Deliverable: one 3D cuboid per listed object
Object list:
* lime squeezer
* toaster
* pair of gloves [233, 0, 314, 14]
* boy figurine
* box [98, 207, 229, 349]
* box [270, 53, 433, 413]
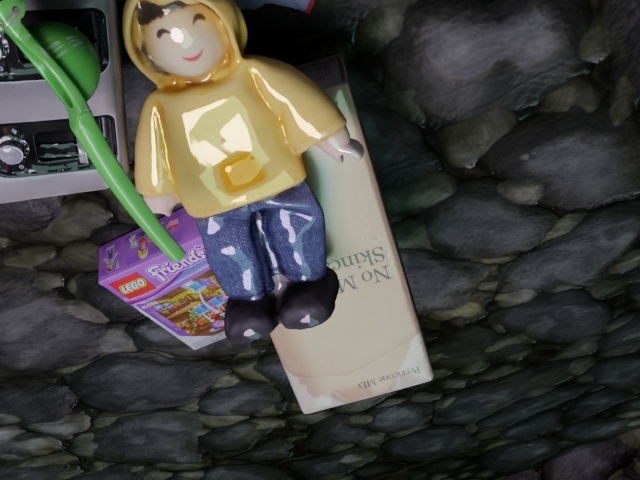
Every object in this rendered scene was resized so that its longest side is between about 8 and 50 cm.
[{"bbox_3d":[-0.129,-0.126,0.379,0.110,0.058,0.311,-21,122,-49],"label":"lime squeezer"},{"bbox_3d":[-0.199,-0.143,0.487,0.110,0.186,0.168,-4,135,-16],"label":"toaster"},{"bbox_3d":[-0.051,-0.251,0.507,0.159,0.023,0.198,2,142,-23],"label":"pair of gloves"},{"bbox_3d":[-0.059,-0.068,0.509,0.177,0.092,0.285,-11,118,8],"label":"boy figurine"},{"bbox_3d":[-0.084,0.021,0.822,0.293,0.057,0.201,-23,142,13],"label":"box"},{"bbox_3d":[0.000,0.000,0.662,0.148,0.121,0.311,-18,116,7],"label":"box"}]
